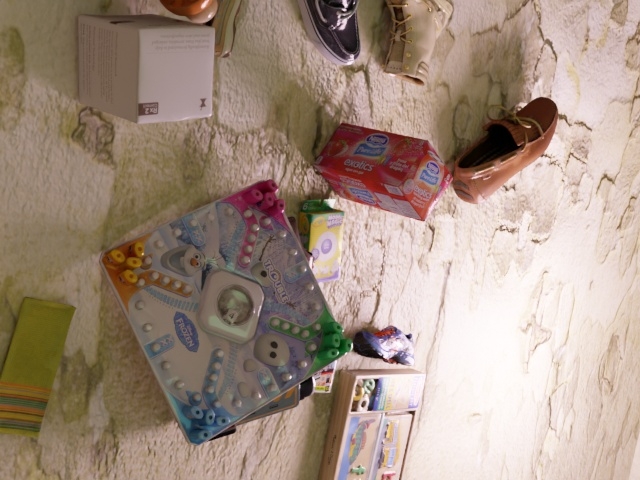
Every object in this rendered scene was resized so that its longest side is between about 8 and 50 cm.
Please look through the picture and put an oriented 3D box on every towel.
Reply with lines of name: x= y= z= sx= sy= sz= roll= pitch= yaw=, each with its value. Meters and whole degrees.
towel: x=-0.494 y=0.219 z=1.603 sx=0.102 sy=0.021 sz=0.237 roll=17 pitch=89 yaw=-47

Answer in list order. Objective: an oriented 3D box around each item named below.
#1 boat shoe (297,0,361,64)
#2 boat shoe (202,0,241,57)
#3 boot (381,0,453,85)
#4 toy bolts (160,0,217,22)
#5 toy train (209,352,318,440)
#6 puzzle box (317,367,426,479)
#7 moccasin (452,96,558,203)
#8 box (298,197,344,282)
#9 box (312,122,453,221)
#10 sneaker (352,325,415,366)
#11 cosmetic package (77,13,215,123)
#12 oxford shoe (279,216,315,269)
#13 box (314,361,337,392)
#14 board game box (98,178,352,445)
boat shoe: x=0.025 y=-0.477 z=1.864 sx=0.108 sy=0.102 sz=0.301 roll=-45 pitch=129 yaw=-26
boat shoe: x=-0.187 y=-0.429 z=1.697 sx=0.072 sy=0.068 sz=0.189 roll=1 pitch=101 yaw=-33
boot: x=0.174 y=-0.462 z=2.028 sx=0.262 sy=0.095 sz=0.203 roll=19 pitch=89 yaw=-50
toy bolts: x=-0.271 y=-0.466 z=1.561 sx=0.158 sy=0.218 sz=0.228 roll=56 pitch=32 yaw=-59
toy train: x=-0.150 y=0.279 z=1.870 sx=0.334 sy=0.142 sz=0.190 roll=-13 pitch=116 yaw=-33
puzzle box: x=0.116 y=0.513 z=2.275 sx=0.272 sy=0.052 sz=0.408 roll=6 pitch=97 yaw=-46
moccasin: x=0.465 y=-0.253 z=2.357 sx=0.380 sy=0.139 sz=0.147 roll=-36 pitch=134 yaw=-21
box: x=0.000 y=0.000 z=2.020 sx=0.105 sy=0.043 sz=0.179 roll=-8 pitch=105 yaw=-44
box: x=0.128 y=-0.146 z=1.950 sx=0.122 sy=0.257 sz=0.128 roll=-56 pitch=133 yaw=-15
sneaker: x=0.150 y=0.241 z=2.224 sx=0.221 sy=0.083 sz=0.087 roll=25 pitch=70 yaw=-51
cosmetic package: x=-0.288 y=-0.287 z=1.541 sx=0.151 sy=0.184 sz=0.151 roll=-14 pitch=116 yaw=-43
oxford shoe: x=-0.042 y=0.078 z=1.938 sx=0.098 sy=0.097 sz=0.271 roll=-31 pitch=119 yaw=-17
box: x=-0.047 y=0.274 z=2.054 sx=0.207 sy=0.036 sz=0.114 roll=11 pitch=94 yaw=-46
board game box: x=-0.160 y=0.121 z=1.757 sx=0.390 sy=0.050 sz=0.389 roll=-27 pitch=94 yaw=-33
